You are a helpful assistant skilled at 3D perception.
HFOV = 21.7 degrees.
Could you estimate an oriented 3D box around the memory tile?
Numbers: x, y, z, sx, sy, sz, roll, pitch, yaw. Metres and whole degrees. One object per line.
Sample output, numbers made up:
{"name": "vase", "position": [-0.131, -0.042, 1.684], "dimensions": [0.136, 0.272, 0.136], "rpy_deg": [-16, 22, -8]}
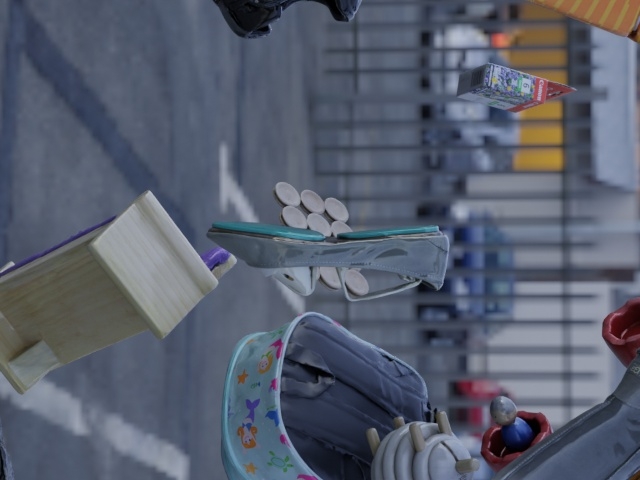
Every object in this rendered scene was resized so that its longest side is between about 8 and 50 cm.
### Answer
{"name": "memory tile", "position": [0.000, 0.000, 1.978], "dimensions": [0.012, 0.113, 0.148], "rpy_deg": [-45, -135, 35]}

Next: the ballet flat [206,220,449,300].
{"name": "ballet flat", "position": [0.007, 0.019, 1.447], "dimensions": [0.072, 0.213, 0.068], "rpy_deg": [-146, -123, -81]}

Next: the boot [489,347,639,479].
{"name": "boot", "position": [0.262, 0.208, 1.484], "dimensions": [0.189, 0.208, 0.076], "rpy_deg": [50, -14, -29]}

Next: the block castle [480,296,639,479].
{"name": "block castle", "position": [0.403, 0.222, 1.771], "dimensions": [0.453, 0.303, 0.213], "rpy_deg": [17, -38, 58]}

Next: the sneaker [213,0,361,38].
{"name": "sneaker", "position": [-0.087, -0.274, 1.631], "dimensions": [0.102, 0.293, 0.146], "rpy_deg": [169, -73, -81]}

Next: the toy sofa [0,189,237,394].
{"name": "toy sofa", "position": [-0.288, 0.056, 2.126], "dimensions": [0.150, 0.362, 0.177], "rpy_deg": [53, 49, -12]}

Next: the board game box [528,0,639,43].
{"name": "board game box", "position": [0.216, -0.339, 1.104], "dimensions": [0.356, 0.356, 0.356], "rpy_deg": [-119, -132, -65]}

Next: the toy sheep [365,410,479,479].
{"name": "toy sheep", "position": [0.089, 0.197, 1.449], "dimensions": [0.132, 0.091, 0.091], "rpy_deg": [-15, -109, 56]}

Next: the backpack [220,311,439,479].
{"name": "backpack", "position": [-0.007, 0.210, 1.909], "dimensions": [0.253, 0.191, 0.225], "rpy_deg": [39, 46, -40]}

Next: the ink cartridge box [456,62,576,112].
{"name": "ink cartridge box", "position": [0.213, -0.161, 1.813], "dimensions": [0.063, 0.115, 0.029], "rpy_deg": [-14, -116, 65]}

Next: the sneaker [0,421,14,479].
{"name": "sneaker", "position": [-0.345, 0.207, 1.703], "dimensions": [0.089, 0.051, 0.170], "rpy_deg": [111, -43, -75]}
